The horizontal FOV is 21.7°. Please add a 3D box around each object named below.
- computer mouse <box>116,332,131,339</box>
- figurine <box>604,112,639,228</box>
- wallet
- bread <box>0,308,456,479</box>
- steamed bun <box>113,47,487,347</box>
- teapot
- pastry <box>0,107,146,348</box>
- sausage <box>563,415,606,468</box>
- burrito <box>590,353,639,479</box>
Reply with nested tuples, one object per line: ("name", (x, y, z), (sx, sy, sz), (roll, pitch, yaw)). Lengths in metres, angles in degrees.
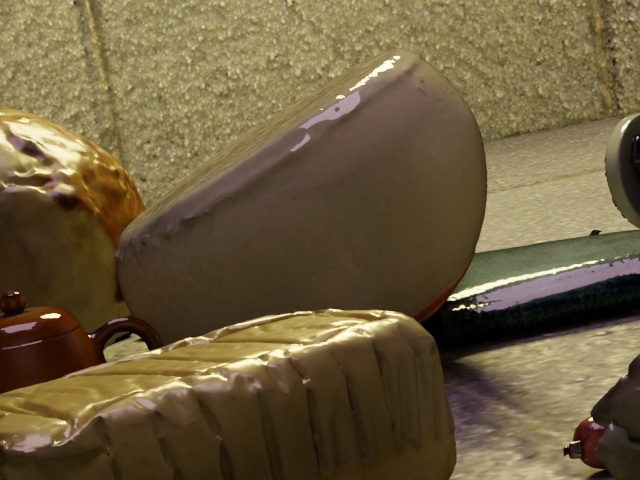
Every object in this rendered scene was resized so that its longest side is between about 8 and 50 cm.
("computer mouse", (-0.253, 0.040, 1.623), (0.199, 0.115, 0.389), (-3, 10, 30))
("figurine", (0.401, -0.076, 1.557), (0.176, 0.133, 0.236), (9, -13, -37))
("wallet", (0.252, 0.017, 1.304), (0.379, 0.046, 0.191), (-10, 8, -6))
("bread", (-0.052, 0.102, 0.742), (0.236, 0.106, 0.140), (-14, 9, -32))
("steamed bun", (0.000, 0.000, 1.192), (0.283, 0.177, 0.283), (-33, 8, 5))
("teapot", (-0.189, 0.086, 1.102), (0.173, 0.116, 0.116), (-10, 6, -10))
("pastry", (-0.270, -0.017, 1.417), (0.256, 0.170, 0.237), (34, 65, 26))
("sausage", (0.219, 0.080, 0.856), (0.223, 0.029, 0.029), (-13, 7, -22))
("burrito", (0.305, 0.033, 0.734), (0.347, 0.107, 0.175), (-11, 21, 28))
